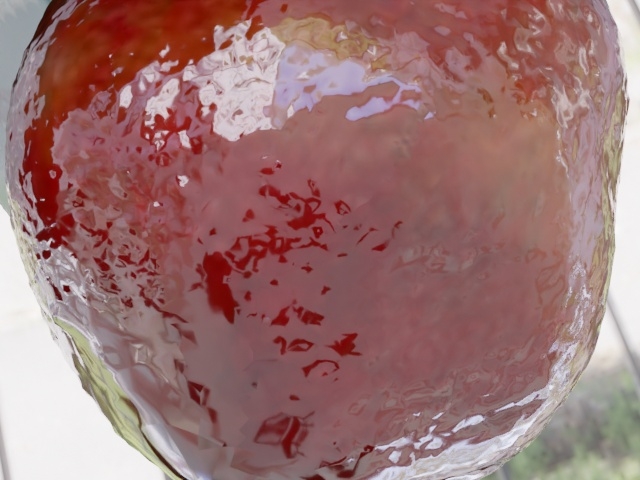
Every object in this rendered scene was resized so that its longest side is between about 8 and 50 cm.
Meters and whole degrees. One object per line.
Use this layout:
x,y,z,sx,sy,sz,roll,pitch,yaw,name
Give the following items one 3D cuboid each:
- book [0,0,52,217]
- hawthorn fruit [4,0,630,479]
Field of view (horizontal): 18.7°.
-0.211,-0.134,1.196,0.031,0.379,0.264,-42,-164,-26,book
0.000,0.000,0.838,0.265,0.265,0.307,-14,117,-5,hawthorn fruit
